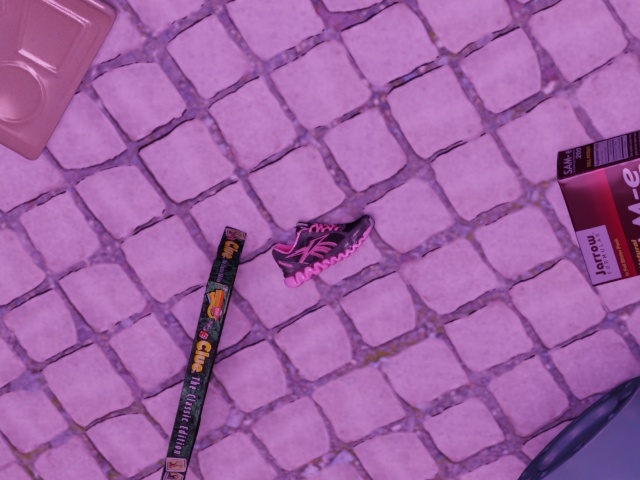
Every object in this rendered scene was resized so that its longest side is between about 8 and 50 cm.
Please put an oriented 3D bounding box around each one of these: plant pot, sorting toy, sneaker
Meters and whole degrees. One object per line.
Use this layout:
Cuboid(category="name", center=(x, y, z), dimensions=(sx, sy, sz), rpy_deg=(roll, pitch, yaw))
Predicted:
Cuboid(category="plant pot", center=(0.339, 0.284, 2.009), dimensions=(0.235, 0.293, 0.293), rpy_deg=(47, 112, 0))
Cuboid(category="sorting toy", center=(-0.329, -0.204, 1.986), dimensions=(0.193, 0.038, 0.208), rpy_deg=(30, 120, -8))
Cuboid(category="sneaker", center=(0.000, 0.000, 2.040), dimensions=(0.119, 0.047, 0.057), rpy_deg=(-31, 97, 18))

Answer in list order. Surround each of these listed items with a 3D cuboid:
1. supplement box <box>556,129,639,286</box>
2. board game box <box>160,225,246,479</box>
Cuboid(category="supplement box", center=(0.368, -0.051, 1.953), dimensions=(0.239, 0.073, 0.130), rpy_deg=(-15, 113, 15))
Cuboid(category="board game box", center=(-0.125, 0.128, 2.062), dimensions=(0.030, 0.136, 0.259), rpy_deg=(13, 117, -3))
